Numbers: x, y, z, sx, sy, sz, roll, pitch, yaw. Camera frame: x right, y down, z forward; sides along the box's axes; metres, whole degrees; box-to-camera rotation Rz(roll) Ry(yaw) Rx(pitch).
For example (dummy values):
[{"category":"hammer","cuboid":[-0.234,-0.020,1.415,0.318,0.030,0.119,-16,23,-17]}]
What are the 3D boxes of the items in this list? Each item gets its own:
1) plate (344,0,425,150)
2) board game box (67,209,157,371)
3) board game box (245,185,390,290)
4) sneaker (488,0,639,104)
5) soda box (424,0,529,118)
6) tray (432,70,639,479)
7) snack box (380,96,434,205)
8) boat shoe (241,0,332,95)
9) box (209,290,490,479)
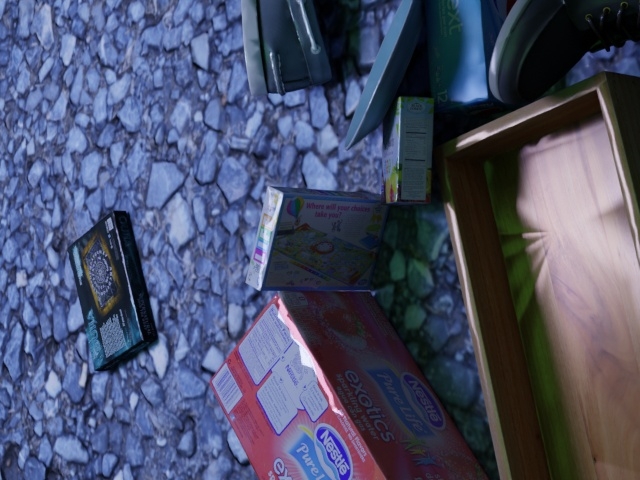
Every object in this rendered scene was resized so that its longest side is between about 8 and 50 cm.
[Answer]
[{"category":"plate","cuboid":[0.069,-0.173,1.240,0.188,0.024,0.188,-157,90,-85]},{"category":"board game box","cuboid":[-0.283,0.069,1.673,0.126,0.026,0.186,-32,67,42]},{"category":"board game box","cuboid":[0.000,0.000,1.281,0.026,0.154,0.103,27,108,45]},{"category":"sneaker","cuboid":[0.244,-0.188,1.036,0.222,0.083,0.118,-50,55,2]},{"category":"soda box","cuboid":[0.147,-0.228,1.194,0.071,0.067,0.210,-10,82,46]},{"category":"tray","cuboid":[0.234,0.082,1.090,0.203,0.076,0.411,-23,72,44]},{"category":"snack box","cuboid":[0.084,-0.085,1.222,0.141,0.037,0.100,-179,92,-86]},{"category":"boat shoe","cuboid":[-0.036,-0.317,1.396,0.099,0.116,0.319,-2,77,4]},{"category":"box","cuboid":[0.035,0.207,1.246,0.154,0.142,0.300,-54,54,31]}]
